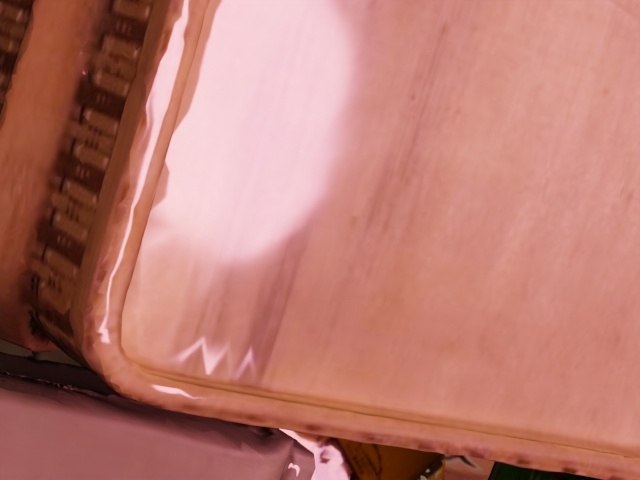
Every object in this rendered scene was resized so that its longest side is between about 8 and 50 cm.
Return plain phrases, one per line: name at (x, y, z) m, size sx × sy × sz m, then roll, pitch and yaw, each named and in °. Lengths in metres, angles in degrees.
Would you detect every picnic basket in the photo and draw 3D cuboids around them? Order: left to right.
picnic basket at (0.041, -0.060, 0.523) m, size 0.313 × 0.228 × 0.175 m, roll 14°, pitch 6°, yaw -34°

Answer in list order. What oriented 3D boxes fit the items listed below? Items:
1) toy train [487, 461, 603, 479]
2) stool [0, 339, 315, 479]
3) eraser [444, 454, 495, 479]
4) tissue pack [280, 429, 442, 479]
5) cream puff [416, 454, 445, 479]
toy train at (0.105, 0.170, 0.613) m, size 0.132 × 0.188 × 0.243 m, roll 21°, pitch 6°, yaw -3°
stool at (-0.188, 0.073, 0.506) m, size 0.243 × 0.170 × 0.269 m, roll 19°, pitch 6°, yaw -38°
eraser at (0.064, 0.156, 1.143) m, size 0.290 × 0.087 × 0.171 m, roll 18°, pitch 8°, yaw -33°
tissue pack at (-0.036, -0.017, 0.709) m, size 0.192 × 0.271 × 0.134 m, roll -33°, pitch 6°, yaw -38°
cream puff at (-0.012, 0.120, 0.923) m, size 0.189 × 0.129 × 0.189 m, roll 9°, pitch 45°, yaw -9°
